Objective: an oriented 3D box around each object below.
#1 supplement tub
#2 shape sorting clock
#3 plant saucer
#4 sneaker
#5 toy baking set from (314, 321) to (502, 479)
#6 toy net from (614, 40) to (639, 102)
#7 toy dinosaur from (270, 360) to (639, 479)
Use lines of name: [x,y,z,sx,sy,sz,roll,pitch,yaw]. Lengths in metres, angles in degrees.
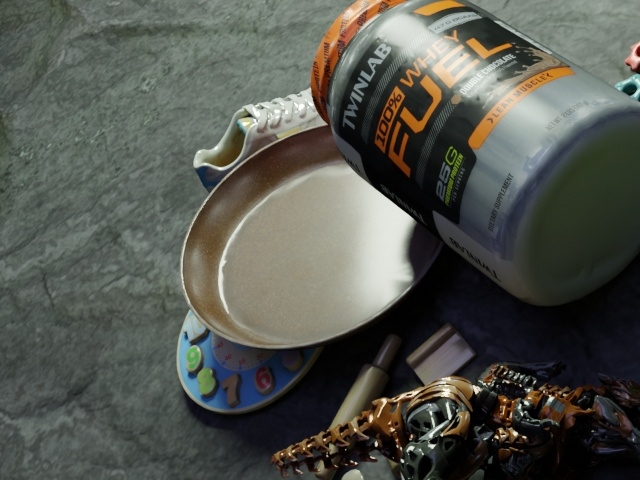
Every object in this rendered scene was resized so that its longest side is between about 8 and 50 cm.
supplement tub: [0.150,-0.103,1.357,0.207,0.207,0.338,-48,48,-3]
shape sorting clock: [-0.074,0.092,1.546,0.206,0.040,0.206,-23,44,25]
plant saucer: [0.000,0.000,1.517,0.310,0.050,0.310,-15,45,15]
sneaker: [-0.043,-0.127,1.665,0.229,0.092,0.087,-40,38,5]
toy baking set: [0.083,0.190,1.336,0.197,0.030,0.256,17,69,47]
toy net: [0.294,-0.150,1.432,0.232,0.045,0.122,-29,43,20]
toy dinosaur: [0.125,0.194,1.221,0.322,0.164,0.218,-23,35,32]
